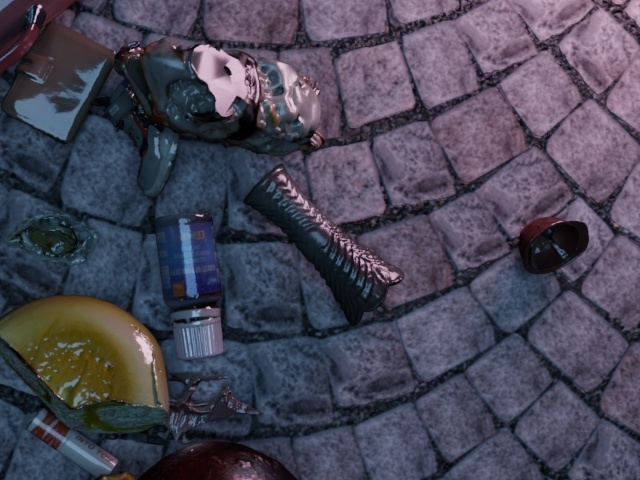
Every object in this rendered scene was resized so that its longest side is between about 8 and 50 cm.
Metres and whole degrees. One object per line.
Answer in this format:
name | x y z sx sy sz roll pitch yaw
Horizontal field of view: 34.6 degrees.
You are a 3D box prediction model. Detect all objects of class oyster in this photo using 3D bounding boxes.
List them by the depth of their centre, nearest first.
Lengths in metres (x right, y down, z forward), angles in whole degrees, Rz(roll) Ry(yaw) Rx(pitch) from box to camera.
oyster | -0.372 -0.004 1.443 0.098 0.037 0.100 -42 115 12

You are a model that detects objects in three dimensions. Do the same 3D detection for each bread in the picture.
bread | -0.306 0.166 1.388 0.261 0.158 0.156 41 67 11

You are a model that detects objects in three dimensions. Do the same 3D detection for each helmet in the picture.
helmet | 0.332 -0.003 1.512 0.111 0.057 0.089 -17 126 -16

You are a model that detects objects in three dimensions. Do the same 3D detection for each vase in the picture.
vase | 0.000 0.000 1.452 0.115 0.115 0.237 -44 92 -6

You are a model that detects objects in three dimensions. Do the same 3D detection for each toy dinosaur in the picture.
toy dinosaur | -0.190 0.232 1.452 0.220 0.032 0.108 12 88 -4

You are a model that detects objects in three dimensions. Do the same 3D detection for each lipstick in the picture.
lipstick | -0.345 0.284 1.430 0.131 0.038 0.038 36 85 -5

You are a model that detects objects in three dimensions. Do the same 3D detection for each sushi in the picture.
sushi | -0.118 -0.190 1.377 0.130 0.332 0.124 -6 82 34

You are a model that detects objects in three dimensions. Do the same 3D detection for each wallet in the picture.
wallet | -0.368 -0.222 1.441 0.118 0.039 0.152 29 82 -7

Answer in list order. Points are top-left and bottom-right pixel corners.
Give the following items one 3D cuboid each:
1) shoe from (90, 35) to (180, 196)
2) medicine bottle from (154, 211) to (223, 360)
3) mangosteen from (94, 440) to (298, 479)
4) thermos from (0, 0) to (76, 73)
shoe | -0.254 -0.176 1.419 0.126 0.099 0.227 5 83 -15
medicine bottle | -0.180 0.064 1.435 0.084 0.083 0.203 -7 91 -7
mangosteen | -0.146 0.407 1.328 0.330 0.330 0.329 0 88 -7
thermos | -0.448 -0.287 1.395 0.330 0.109 0.136 -40 91 -6
